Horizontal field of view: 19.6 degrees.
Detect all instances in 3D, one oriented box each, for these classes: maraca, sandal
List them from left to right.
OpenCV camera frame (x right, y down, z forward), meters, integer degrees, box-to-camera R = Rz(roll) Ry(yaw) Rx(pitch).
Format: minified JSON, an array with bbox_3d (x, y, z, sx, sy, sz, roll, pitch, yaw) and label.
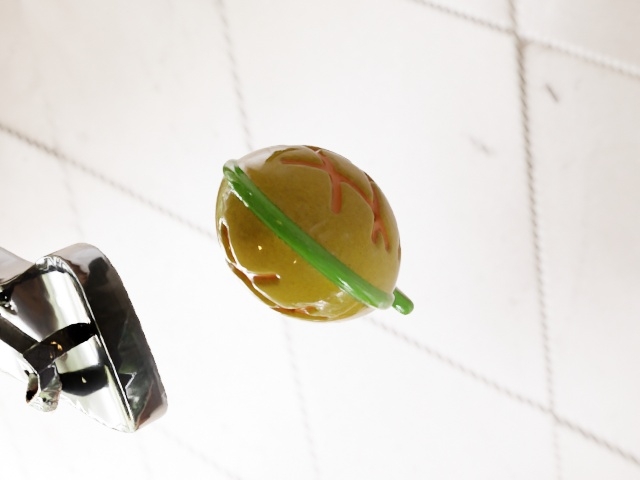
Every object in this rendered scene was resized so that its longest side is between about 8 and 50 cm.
[{"bbox_3d":[-0.146,0.054,0.946,0.254,0.054,0.097,2,116,62],"label":"sandal"},{"bbox_3d":[0.000,0.000,1.117,0.127,0.099,0.185,47,-173,21],"label":"maraca"}]
